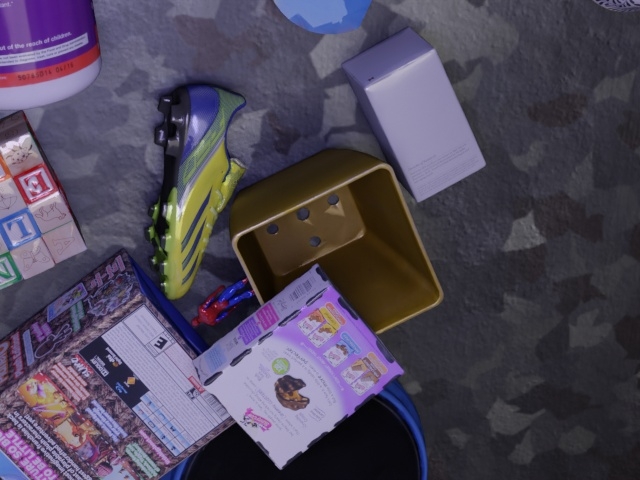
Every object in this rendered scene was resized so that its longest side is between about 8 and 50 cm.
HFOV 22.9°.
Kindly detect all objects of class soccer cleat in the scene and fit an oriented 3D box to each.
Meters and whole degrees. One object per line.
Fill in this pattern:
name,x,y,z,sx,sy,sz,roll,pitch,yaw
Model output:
soccer cleat,-0.150,-0.056,1.980,0.121,0.093,0.289,-2,114,-23

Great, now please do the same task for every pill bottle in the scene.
pill bottle,-0.352,-0.318,1.752,0.182,0.181,0.322,-11,116,-12

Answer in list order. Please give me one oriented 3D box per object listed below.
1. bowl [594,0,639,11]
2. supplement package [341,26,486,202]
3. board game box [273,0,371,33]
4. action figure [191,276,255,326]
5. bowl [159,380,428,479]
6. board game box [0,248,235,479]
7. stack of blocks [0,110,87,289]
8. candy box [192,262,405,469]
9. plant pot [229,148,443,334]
bowl,0.418,-0.365,2.018,0.170,0.080,0.170,-6,114,-13
supplement package,0.118,-0.160,2.005,0.105,0.105,0.179,-29,119,-2
board game box,0.009,-0.340,1.936,0.133,0.033,0.168,22,100,-19
action figure,-0.123,0.079,2.081,0.115,0.030,0.038,-36,113,6
bowl,-0.034,0.335,2.194,0.391,0.077,0.391,-6,115,-14
board game box,-0.288,0.200,2.022,0.291,0.141,0.232,-36,118,1
stack of blocks,-0.455,-0.012,1.908,0.297,0.087,0.171,-24,118,-5
candy box,-0.027,0.153,1.908,0.196,0.070,0.165,-38,119,2
plant pot,0.000,0.000,1.994,0.212,0.187,0.212,-26,118,-4
